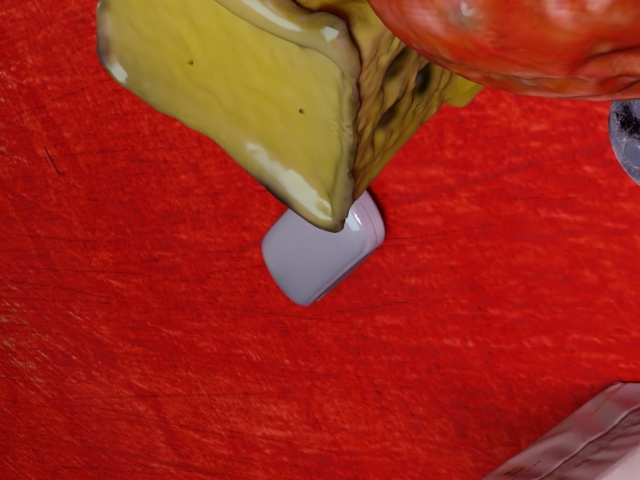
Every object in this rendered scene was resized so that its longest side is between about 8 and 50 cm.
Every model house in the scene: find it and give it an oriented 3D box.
[{"bbox_3d":[0.012,-0.163,0.959,0.193,0.234,0.175,34,152,22],"label":"model house"}]

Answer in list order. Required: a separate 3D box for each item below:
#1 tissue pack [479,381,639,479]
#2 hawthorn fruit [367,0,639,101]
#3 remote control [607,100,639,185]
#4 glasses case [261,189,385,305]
[{"bbox_3d":[0.173,0.222,1.072,0.124,0.225,0.185,-5,112,61],"label":"tissue pack"},{"bbox_3d":[0.125,-0.172,0.723,0.258,0.262,0.258,22,129,30],"label":"hawthorn fruit"},{"bbox_3d":[0.244,-0.085,0.833,0.090,0.066,0.266,55,149,-8],"label":"remote control"},{"bbox_3d":[0.000,0.000,1.336,0.067,0.045,0.178,56,154,6],"label":"glasses case"}]
